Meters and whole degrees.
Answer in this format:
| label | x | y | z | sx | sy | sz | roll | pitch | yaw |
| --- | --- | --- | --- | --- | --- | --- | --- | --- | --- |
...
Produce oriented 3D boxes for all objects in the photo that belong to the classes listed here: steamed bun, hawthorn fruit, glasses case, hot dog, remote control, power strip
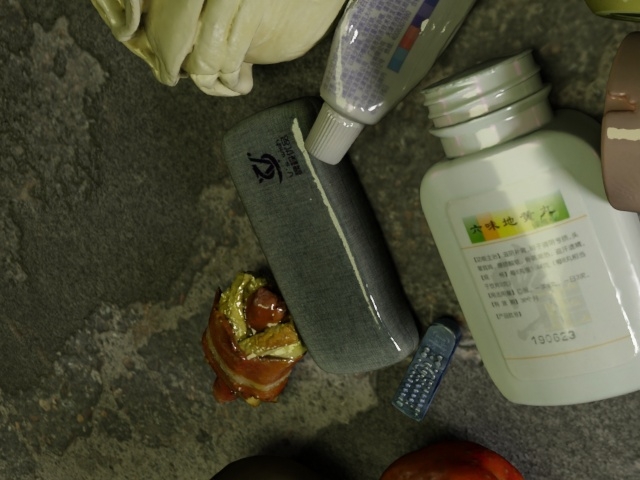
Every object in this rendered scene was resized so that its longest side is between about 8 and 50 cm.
| label | x | y | z | sx | sy | sz | roll | pitch | yaw |
| --- | --- | --- | --- | --- | --- | --- | --- | --- | --- |
| steamed bun | -0.114 | -0.273 | 0.823 | 0.289 | 0.203 | 0.276 | 36 | 126 | 14 |
| hawthorn fruit | 0.151 | 0.315 | 0.945 | 0.189 | 0.189 | 0.189 | 14 | 119 | 28 |
| glasses case | 0.000 | 0.000 | 0.959 | 0.131 | 0.074 | 0.323 | -16 | 102 | 36 |
| hot dog | -0.091 | 0.137 | 1.064 | 0.146 | 0.103 | 0.213 | 34 | 127 | 16 |
| remote control | 0.127 | 0.150 | 0.978 | 0.043 | 0.027 | 0.152 | 28 | 126 | 12 |
| power strip | 0.287 | -0.094 | 0.680 | 0.078 | 0.154 | 0.154 | 7 | 115 | 33 |

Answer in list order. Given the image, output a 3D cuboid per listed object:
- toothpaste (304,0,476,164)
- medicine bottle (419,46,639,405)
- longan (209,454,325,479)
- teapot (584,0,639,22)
| label | x | y | z | sx | sy | sz | roll | pitch | yaw |
| --- | --- | --- | --- | --- | --- | --- | --- | --- | --- |
| toothpaste | 0.065 | -0.195 | 0.806 | 0.282 | 0.099 | 0.068 | -58 | 46 | 27 |
| medicine bottle | 0.202 | -0.012 | 0.792 | 0.179 | 0.124 | 0.324 | -16 | 104 | 36 |
| longan | -0.064 | 0.409 | 1.103 | 0.248 | 0.248 | 0.248 | 14 | 119 | 28 |
| teapot | 0.281 | -0.231 | 0.649 | 0.166 | 0.130 | 0.119 | 6 | 102 | -4 |
